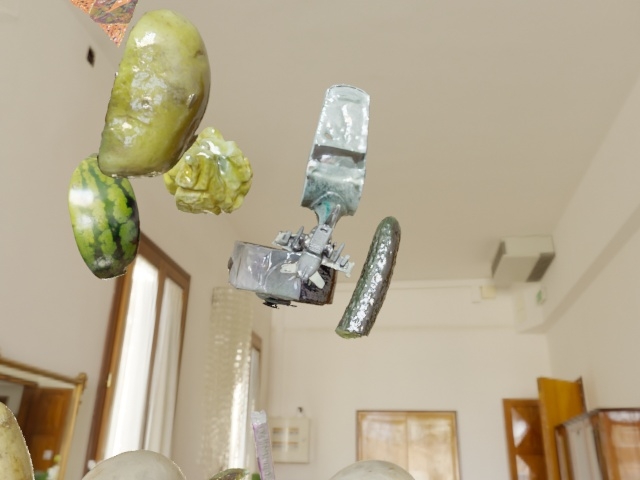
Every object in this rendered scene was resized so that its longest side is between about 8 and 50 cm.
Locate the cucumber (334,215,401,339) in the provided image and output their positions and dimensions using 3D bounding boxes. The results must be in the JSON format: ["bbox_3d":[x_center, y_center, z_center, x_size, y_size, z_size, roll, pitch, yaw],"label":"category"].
[{"bbox_3d":[0.085,0.055,0.912,0.058,0.214,0.052,12,-22,27],"label":"cucumber"}]

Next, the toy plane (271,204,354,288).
[{"bbox_3d":[0.002,-0.006,1.321,0.192,0.262,0.088,22,-33,5],"label":"toy plane"}]

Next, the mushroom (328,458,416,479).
[{"bbox_3d":[0.062,0.392,0.749,0.209,0.206,0.206,26,-2,42],"label":"mushroom"}]

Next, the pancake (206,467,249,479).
[{"bbox_3d":[-0.229,0.574,1.344,0.116,0.022,0.129,-12,9,8],"label":"pancake"}]

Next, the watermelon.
[{"bbox_3d":[-0.475,-0.057,1.319,0.128,0.303,0.159,-8,6,2],"label":"watermelon"}]

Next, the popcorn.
[{"bbox_3d":[-0.240,-0.146,1.232,0.188,0.185,0.167,-10,-47,-33],"label":"popcorn"}]

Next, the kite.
[{"bbox_3d":[-0.419,-0.476,1.181,0.125,0.222,0.008,-38,-25,-17],"label":"kite"}]

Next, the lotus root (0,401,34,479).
[{"bbox_3d":[-0.692,0.435,1.177,0.160,0.284,0.146,-18,-8,-38],"label":"lotus root"}]

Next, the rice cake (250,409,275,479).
[{"bbox_3d":[-0.117,0.432,1.190,0.036,0.047,0.206,-6,-57,-6],"label":"rice cake"}]

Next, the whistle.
[{"bbox_3d":[0.048,-0.243,1.683,0.168,0.404,0.188,10,19,-5],"label":"whistle"}]

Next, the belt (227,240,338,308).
[{"bbox_3d":[-0.101,0.095,1.484,0.289,0.164,0.184,12,0,11],"label":"belt"}]

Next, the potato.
[{"bbox_3d":[-0.232,-0.210,0.890,0.111,0.271,0.160,18,3,14],"label":"potato"}]

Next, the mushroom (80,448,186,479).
[{"bbox_3d":[-0.473,0.688,1.371,0.295,0.362,0.362,-8,-24,23],"label":"mushroom"}]
